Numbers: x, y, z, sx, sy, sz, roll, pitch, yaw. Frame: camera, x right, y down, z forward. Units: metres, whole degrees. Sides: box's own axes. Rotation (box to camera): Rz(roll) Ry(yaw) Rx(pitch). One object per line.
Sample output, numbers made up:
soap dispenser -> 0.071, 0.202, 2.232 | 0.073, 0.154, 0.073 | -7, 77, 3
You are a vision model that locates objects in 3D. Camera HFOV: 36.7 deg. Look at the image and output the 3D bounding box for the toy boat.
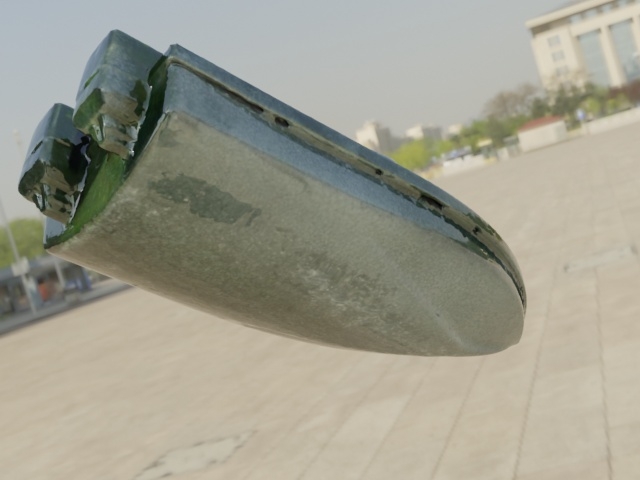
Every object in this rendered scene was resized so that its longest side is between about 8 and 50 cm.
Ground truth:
toy boat -> 0.000, 0.000, 0.542 | 0.319, 0.092, 0.141 | 25, -43, -29
